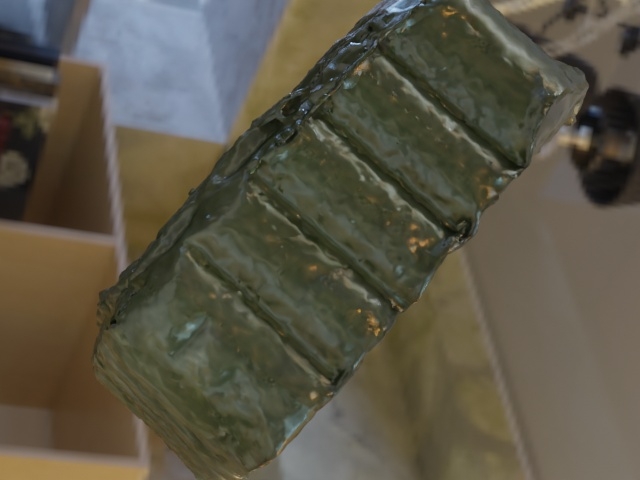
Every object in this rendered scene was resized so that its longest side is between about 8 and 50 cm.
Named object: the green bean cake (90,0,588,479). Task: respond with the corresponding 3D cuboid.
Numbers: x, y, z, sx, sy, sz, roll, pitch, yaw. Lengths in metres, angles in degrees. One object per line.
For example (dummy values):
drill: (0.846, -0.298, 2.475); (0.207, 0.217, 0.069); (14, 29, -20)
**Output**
green bean cake: (0.000, 0.000, 0.594); (0.183, 0.094, 0.185); (-47, -178, -12)
